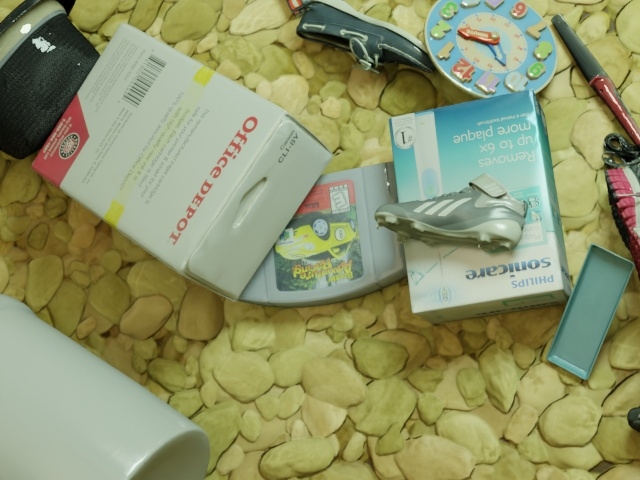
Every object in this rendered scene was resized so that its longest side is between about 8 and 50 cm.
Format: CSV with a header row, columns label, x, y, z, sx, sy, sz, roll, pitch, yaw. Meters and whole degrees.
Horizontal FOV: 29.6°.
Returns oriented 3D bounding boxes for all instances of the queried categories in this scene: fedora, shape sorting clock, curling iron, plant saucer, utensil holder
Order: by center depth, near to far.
label,x,y,z,sx,sy,sz,roll,pitch,yaw
plant saucer,0.372,0.097,1.665,0.067,0.018,0.192,28,120,24
curling iron,0.400,-0.218,1.765,0.068,0.035,0.274,-25,71,12
utensil holder,-0.402,0.310,1.775,0.385,0.327,0.327,29,88,19
shape sorting clock,0.253,-0.292,1.783,0.206,0.040,0.206,4,65,-8
fedora,-0.463,-0.250,1.963,0.152,0.334,0.334,41,93,-3

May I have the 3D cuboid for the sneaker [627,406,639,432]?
label,x,y,z,sx,sy,sz,roll,pitch,yaw
sneaker,0.501,0.307,1.587,0.229,0.086,0.132,17,86,21

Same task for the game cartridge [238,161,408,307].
label,x,y,z,sx,sy,sz,roll,pitch,yaw
game cartridge,0.000,0.000,1.846,0.294,0.060,0.196,-11,78,16

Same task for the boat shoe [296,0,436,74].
label,x,y,z,sx,sy,sz,roll,pitch,yaw
boat shoe,0.071,-0.304,1.866,0.254,0.095,0.079,29,87,24

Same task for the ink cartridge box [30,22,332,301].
label,x,y,z,sx,sy,sz,roll,pitch,yaw
ink cartridge box,-0.216,-0.122,1.850,0.385,0.160,0.279,33,89,35

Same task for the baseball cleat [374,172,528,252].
label,x,y,z,sx,sy,sz,roll,pitch,yaw
baseball cleat,0.181,-0.043,1.658,0.206,0.072,0.109,11,69,17

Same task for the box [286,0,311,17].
label,x,y,z,sx,sy,sz,roll,pitch,yaw
box,-0.028,-0.442,1.967,0.094,0.027,0.137,-28,71,12

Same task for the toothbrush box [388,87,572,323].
label,x,y,z,sx,sy,sz,roll,pitch,yaw
toothbrush box,0.229,-0.043,1.737,0.216,0.126,0.295,-9,76,17

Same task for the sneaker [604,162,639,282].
label,x,y,z,sx,sy,sz,roll,pitch,yaw
sneaker,0.466,-0.004,1.605,0.112,0.121,0.299,-16,46,8
